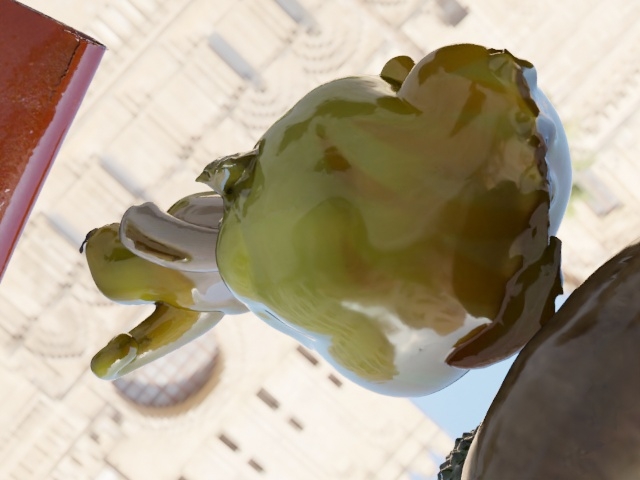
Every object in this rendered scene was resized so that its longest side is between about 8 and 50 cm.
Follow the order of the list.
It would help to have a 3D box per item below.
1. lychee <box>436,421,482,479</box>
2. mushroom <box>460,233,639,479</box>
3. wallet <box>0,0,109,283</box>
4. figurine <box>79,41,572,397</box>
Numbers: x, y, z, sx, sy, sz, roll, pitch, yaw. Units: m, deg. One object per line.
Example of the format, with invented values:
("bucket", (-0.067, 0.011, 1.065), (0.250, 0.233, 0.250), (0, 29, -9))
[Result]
("lychee", (0.169, 0.202, 1.159), (0.171, 0.171, 0.171), (-40, -160, 18))
("mushroom", (0.159, 0.102, 0.498), (0.278, 0.278, 0.146), (-49, -143, -7))
("wallet", (-0.225, -0.048, 0.854), (0.045, 0.142, 0.204), (-113, -132, -80))
("figurine", (0.000, 0.000, 0.606), (0.246, 0.156, 0.131), (-13, -103, 50))
